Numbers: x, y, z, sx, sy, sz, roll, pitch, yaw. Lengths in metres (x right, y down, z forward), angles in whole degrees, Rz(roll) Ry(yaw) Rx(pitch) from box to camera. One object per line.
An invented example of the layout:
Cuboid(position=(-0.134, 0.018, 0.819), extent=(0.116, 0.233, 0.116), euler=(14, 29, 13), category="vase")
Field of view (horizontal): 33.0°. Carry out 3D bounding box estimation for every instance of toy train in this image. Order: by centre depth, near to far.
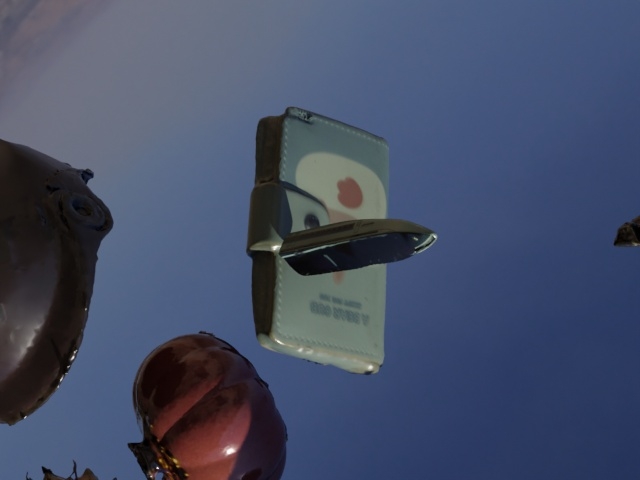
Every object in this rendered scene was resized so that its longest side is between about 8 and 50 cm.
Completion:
Cuboid(position=(0.053, -0.001, 1.339), extent=(0.252, 0.055, 0.048), euler=(-11, -136, 45), category="toy train")

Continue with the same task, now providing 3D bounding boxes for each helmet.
Cuboid(position=(-0.321, 0.015, 0.996), extent=(0.225, 0.177, 0.305), euler=(-53, -151, 13), category="helmet")

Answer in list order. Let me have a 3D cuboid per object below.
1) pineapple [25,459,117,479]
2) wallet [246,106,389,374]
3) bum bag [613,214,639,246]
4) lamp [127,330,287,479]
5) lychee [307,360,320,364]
Cuboid(position=(-0.337, 0.336, 1.161), extent=(0.262, 0.272, 0.262), euler=(-8, -120, 14), category="pineapple")
Cuboid(position=(0.000, 0.000, 1.541), extent=(0.083, 0.252, 0.360), euler=(-16, -115, 46), category="wallet")
Cuboid(position=(0.480, -0.054, 1.411), extent=(0.102, 0.069, 0.248), euler=(16, -137, 36), category="bum bag")
Cuboid(position=(-0.113, 0.178, 1.028), extent=(0.140, 0.182, 0.182), euler=(-30, -169, -19), category="lamp")
Cuboid(position=(0.002, 0.140, 1.850), extent=(0.165, 0.165, 0.197), euler=(-37, -155, 32), category="lychee")
